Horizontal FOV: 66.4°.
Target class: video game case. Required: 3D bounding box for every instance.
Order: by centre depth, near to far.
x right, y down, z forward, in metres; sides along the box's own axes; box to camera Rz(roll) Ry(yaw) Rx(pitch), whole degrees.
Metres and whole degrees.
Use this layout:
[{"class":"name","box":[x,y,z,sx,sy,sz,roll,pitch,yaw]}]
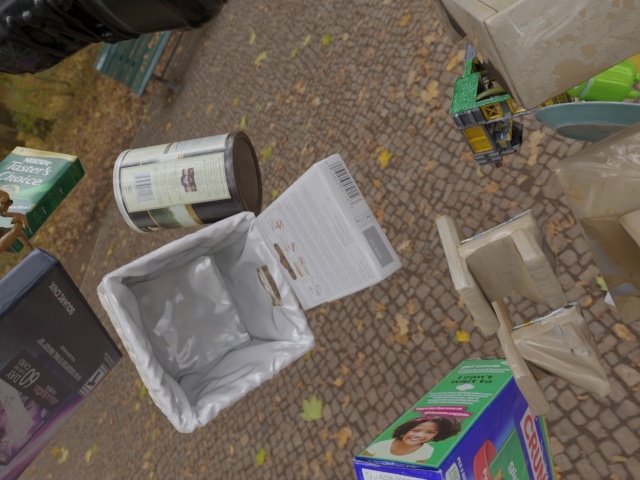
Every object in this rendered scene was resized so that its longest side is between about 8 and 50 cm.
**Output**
[{"class":"video game case","box":[-0.264,0.155,0.345,0.274,0.026,0.196,-56,-12,-31]}]

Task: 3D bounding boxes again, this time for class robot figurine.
[{"class":"robot figurine","box":[0.427,-0.246,0.748,0.067,0.115,0.101,-70,-7,-64]}]

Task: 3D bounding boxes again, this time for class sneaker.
[{"class":"sneaker","box":[-0.189,-0.169,0.364,0.283,0.107,0.124,25,85,32]}]

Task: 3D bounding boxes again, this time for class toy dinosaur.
[{"class":"toy dinosaur","box":[-0.381,-0.003,0.567,0.112,0.064,0.211,-48,14,14]}]

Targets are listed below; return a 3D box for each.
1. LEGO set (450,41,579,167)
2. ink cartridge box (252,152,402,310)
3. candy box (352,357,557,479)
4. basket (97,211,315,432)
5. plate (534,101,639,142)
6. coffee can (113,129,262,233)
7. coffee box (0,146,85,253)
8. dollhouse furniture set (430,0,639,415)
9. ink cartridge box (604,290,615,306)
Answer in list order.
[{"class":"LEGO set","box":[0.402,-0.298,0.976,0.255,0.192,0.331,-15,50,32]},{"class":"ink cartridge box","box":[0.000,0.000,0.738,0.181,0.056,0.225,60,147,2]},{"class":"candy box","box":[0.199,0.330,0.627,0.122,0.317,0.268,-11,93,38]},{"class":"basket","box":[-0.253,0.162,1.037,0.266,0.331,0.328,-19,98,58]},{"class":"plate","box":[0.396,-0.157,0.679,0.188,0.188,0.024,14,95,53]},{"class":"coffee can","box":[-0.294,-0.131,1.124,0.276,0.201,0.201,-7,62,10]},{"class":"coffee box","box":[-0.455,-0.067,0.734,0.040,0.113,0.184,92,-168,-47]},{"class":"dollhouse furniture set","box":[0.278,-0.095,0.466,0.362,0.394,0.256,-28,27,20]},{"class":"ink cartridge box","box":[0.669,-0.022,0.895,0.129,0.307,0.223,26,50,23]}]
